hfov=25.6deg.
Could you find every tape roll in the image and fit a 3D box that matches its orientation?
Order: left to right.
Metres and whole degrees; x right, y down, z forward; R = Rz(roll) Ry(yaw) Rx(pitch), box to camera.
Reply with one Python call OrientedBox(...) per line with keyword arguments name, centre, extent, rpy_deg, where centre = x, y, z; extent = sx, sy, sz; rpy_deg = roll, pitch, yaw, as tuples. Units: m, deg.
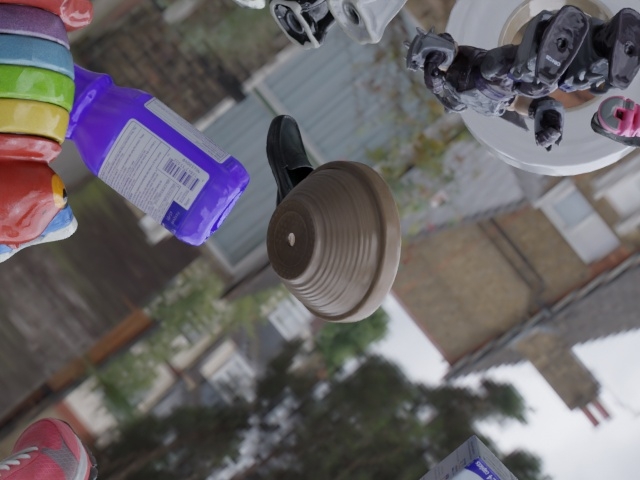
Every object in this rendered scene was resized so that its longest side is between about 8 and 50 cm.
OrientedBox(name="tape roll", centre=(0.293, -0.224, 1.714), extent=(0.286, 0.286, 0.100), rpy_deg=(-39, 171, 6))

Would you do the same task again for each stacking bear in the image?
OrientedBox(name="stacking bear", centre=(-0.342, -0.137, 1.551), extent=(0.164, 0.289, 0.175), rpy_deg=(-1, 172, 1))

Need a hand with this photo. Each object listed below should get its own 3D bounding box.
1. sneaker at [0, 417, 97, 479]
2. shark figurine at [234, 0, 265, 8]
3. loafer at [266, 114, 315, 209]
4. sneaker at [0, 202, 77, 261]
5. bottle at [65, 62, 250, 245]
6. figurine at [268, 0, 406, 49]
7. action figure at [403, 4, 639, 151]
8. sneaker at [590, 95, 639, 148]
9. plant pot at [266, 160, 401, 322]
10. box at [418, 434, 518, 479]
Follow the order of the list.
OrientedBox(name="sneaker", centre=(-0.333, 0.277, 1.501), extent=(0.116, 0.136, 0.314), rpy_deg=(-33, -154, 20))
OrientedBox(name="shark figurine", centre=(-0.144, -0.464, 1.956), extent=(0.166, 0.278, 0.116), rpy_deg=(-9, -155, -40))
OrientedBox(name="loafer", centre=(-0.041, -0.116, 2.381), extent=(0.076, 0.223, 0.078), rpy_deg=(13, 150, -41))
OrientedBox(name="sneaker", centre=(-0.396, -0.027, 1.798), extent=(0.152, 0.085, 0.058), rpy_deg=(-17, -141, 0))
OrientedBox(name="bottle", centre=(-0.223, -0.116, 1.662), extent=(0.118, 0.283, 0.092), rpy_deg=(-55, 177, 32))
OrientedBox(name="figurine", centre=(0.066, -0.347, 1.794), extent=(0.209, 0.092, 0.215), rpy_deg=(-48, -153, -21))
OrientedBox(name="action figure", centre=(0.181, -0.157, 1.349), extent=(0.285, 0.185, 0.099), rpy_deg=(-14, -118, 67))
OrientedBox(name="sneaker", centre=(0.323, -0.107, 1.401), extent=(0.057, 0.119, 0.047), rpy_deg=(136, -26, -70))
OrientedBox(name="plant pot", centre=(0.000, 0.000, 2.018), extent=(0.109, 0.237, 0.237), rpy_deg=(3, 153, -39))
OrientedBox(name="box", centre=(0.177, 0.329, 1.687), extent=(0.137, 0.126, 0.072), rpy_deg=(-42, -170, 12))
